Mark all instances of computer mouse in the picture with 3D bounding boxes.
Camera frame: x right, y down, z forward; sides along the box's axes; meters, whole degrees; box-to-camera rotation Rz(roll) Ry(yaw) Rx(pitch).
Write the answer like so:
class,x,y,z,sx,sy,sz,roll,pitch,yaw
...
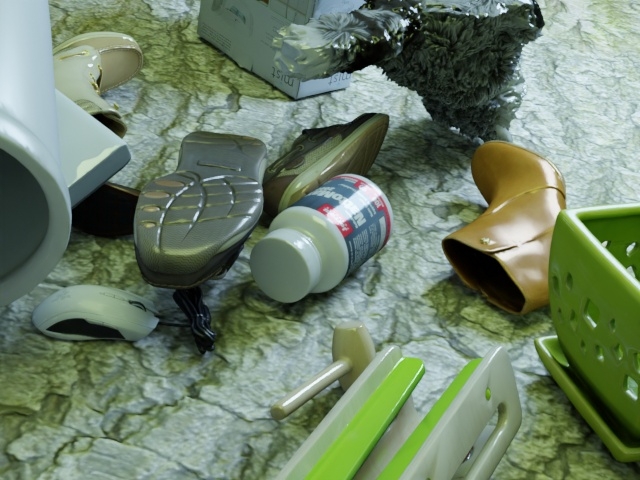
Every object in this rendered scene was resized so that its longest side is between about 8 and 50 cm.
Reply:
class,x,y,z,sx,sy,sz,roll,pitch,yaw
computer mouse,-0.209,0.076,1.318,0.193,0.042,0.106,3,33,-13

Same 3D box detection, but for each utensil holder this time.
class,x,y,z,sx,sy,sz,roll,pitch,yaw
utensil holder,-0.429,-0.157,1.257,0.328,0.327,0.385,1,51,-17

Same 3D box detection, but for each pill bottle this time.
class,x,y,z,sx,sy,sz,roll,pitch,yaw
pill bottle,0.000,0.000,1.447,0.108,0.108,0.180,24,34,21

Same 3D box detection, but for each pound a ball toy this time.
class,x,y,z,sx,sy,sz,roll,pitch,yaw
pound a ball toy,0.053,0.202,1.146,0.208,0.135,0.319,-2,23,29

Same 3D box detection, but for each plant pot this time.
class,x,y,z,sx,sy,sz,roll,pitch,yaw
plant pot,0.370,0.101,1.303,0.228,0.207,0.227,-3,34,-23

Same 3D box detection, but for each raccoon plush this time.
class,x,y,z,sx,sy,sz,roll,pitch,yaw
raccoon plush,0.114,-0.229,1.728,0.446,0.299,0.216,-15,45,-20

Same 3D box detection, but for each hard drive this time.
class,x,y,z,sx,sy,sz,roll,pitch,yaw
hard drive,-0.399,-0.123,1.445,0.307,0.040,0.203,37,66,25

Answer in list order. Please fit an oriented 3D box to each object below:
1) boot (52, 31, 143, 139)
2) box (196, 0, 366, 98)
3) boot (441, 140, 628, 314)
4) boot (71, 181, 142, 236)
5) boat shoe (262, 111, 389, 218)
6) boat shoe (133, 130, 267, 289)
class,x,y,z,sx,sy,sz,roll,pitch,yaw
boot,-0.311,-0.194,1.673,0.262,0.095,0.203,-20,43,-39
box,-0.061,-0.382,1.930,0.127,0.231,0.262,-19,42,-39
boot,0.228,-0.025,1.564,0.211,0.104,0.295,-13,42,-34
boot,-0.291,-0.069,1.491,0.219,0.082,0.106,9,34,0
boat shoe,0.002,-0.108,1.632,0.092,0.103,0.285,27,40,15
boat shoe,-0.126,-0.015,1.400,0.132,0.130,0.355,9,24,6
